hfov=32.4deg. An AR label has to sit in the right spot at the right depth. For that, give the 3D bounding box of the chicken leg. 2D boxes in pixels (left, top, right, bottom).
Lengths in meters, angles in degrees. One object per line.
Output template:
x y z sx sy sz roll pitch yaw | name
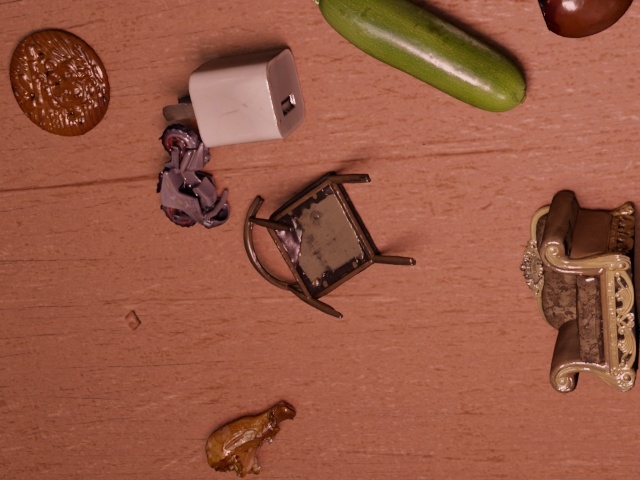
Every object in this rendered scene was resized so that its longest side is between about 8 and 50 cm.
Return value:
-0.124 0.366 2.012 0.207 0.085 0.101 -36 65 22 | chicken leg

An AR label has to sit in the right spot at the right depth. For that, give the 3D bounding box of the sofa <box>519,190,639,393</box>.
0.377 0.079 1.636 0.182 0.200 0.258 -2 115 18 | sofa

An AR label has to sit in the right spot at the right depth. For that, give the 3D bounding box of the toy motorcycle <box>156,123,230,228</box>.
-0.208 -0.093 1.814 0.123 0.080 0.215 18 136 12 | toy motorcycle

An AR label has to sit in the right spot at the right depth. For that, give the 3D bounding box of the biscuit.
-0.443 -0.263 1.861 0.188 0.027 0.187 7 116 15 | biscuit

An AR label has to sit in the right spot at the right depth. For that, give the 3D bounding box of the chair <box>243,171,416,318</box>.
0.000 0.000 1.763 0.188 0.166 0.272 61 160 -14 | chair

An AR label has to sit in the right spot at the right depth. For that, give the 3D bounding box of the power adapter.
-0.145 -0.218 1.719 0.205 0.130 0.125 -4 113 22 | power adapter

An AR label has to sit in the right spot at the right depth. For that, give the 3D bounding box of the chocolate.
0.363 -0.343 1.509 0.133 0.127 0.124 -23 136 14 | chocolate

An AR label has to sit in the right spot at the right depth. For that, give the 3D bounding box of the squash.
0.130 -0.294 1.606 0.379 0.101 0.101 31 120 4 | squash
